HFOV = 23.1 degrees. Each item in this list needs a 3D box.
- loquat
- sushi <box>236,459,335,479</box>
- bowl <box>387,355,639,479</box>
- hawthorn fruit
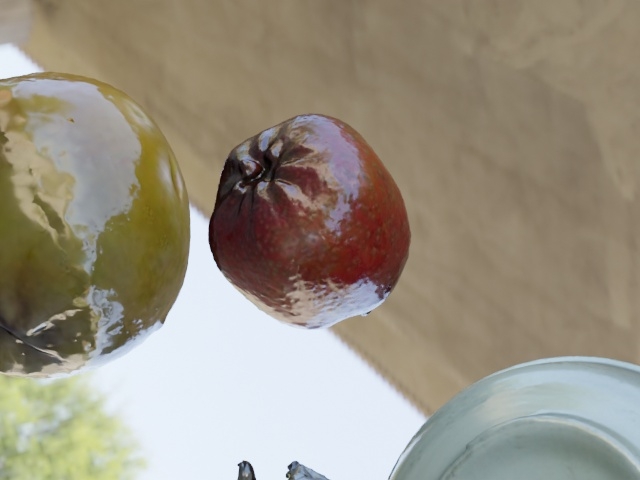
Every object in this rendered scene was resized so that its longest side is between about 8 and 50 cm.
[{"bbox_3d":[-0.258,-0.019,1.465,0.284,0.276,0.276,-89,-176,-48],"label":"loquat"},{"bbox_3d":[-0.010,0.325,1.553,0.139,0.184,0.274,21,-23,23],"label":"sushi"},{"bbox_3d":[0.164,0.218,1.062,0.307,0.307,0.163,65,9,26],"label":"bowl"},{"bbox_3d":[0.000,0.000,1.266,0.194,0.157,0.157,57,-7,-36],"label":"hawthorn fruit"}]
